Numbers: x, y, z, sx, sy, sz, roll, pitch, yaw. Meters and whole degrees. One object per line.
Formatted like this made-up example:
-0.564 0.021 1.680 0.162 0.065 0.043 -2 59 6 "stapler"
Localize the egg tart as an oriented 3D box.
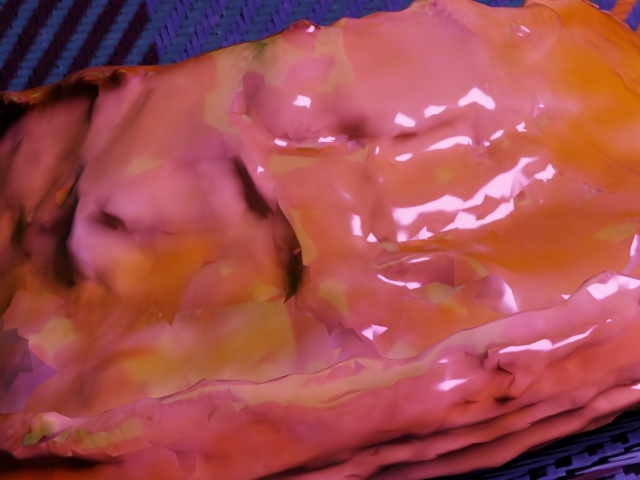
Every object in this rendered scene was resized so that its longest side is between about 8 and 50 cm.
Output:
0.000 0.000 0.493 0.315 0.120 0.315 -13 0 0 "egg tart"
